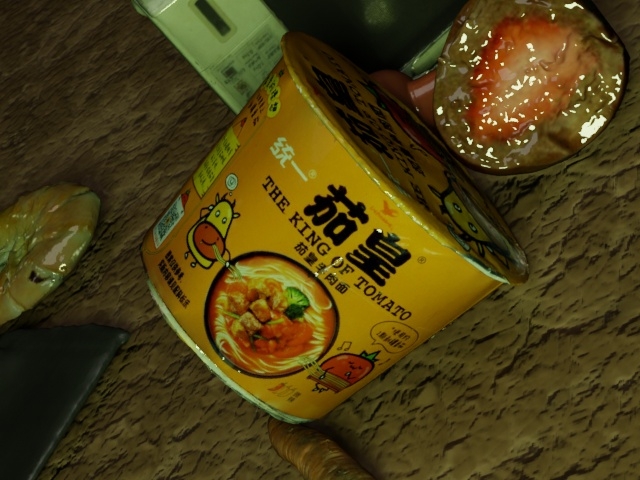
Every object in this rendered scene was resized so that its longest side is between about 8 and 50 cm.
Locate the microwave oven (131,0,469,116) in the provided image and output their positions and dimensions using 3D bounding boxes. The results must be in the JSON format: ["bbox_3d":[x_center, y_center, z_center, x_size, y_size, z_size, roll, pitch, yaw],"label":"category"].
[{"bbox_3d":[0.018,-0.296,1.309,0.394,0.247,0.333,-43,30,1],"label":"microwave oven"}]

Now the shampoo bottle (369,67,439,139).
[{"bbox_3d":[0.029,-0.075,1.177,0.244,0.085,0.085,-29,32,21],"label":"shampoo bottle"}]

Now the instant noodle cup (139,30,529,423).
[{"bbox_3d":[0.000,0.000,1.004,0.172,0.215,0.216,-44,28,16],"label":"instant noodle cup"}]

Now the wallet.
[{"bbox_3d":[-0.311,0.172,1.314,0.323,0.041,0.247,-3,49,46],"label":"wallet"}]

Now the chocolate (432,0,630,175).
[{"bbox_3d":[0.133,-0.107,1.046,0.133,0.127,0.124,-34,59,9],"label":"chocolate"}]

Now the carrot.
[{"bbox_3d":[-0.001,0.137,0.986,0.035,0.036,0.165,-45,27,-4],"label":"carrot"}]

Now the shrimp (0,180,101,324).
[{"bbox_3d":[-0.301,0.031,1.466,0.267,0.061,0.145,-18,47,33],"label":"shrimp"}]
